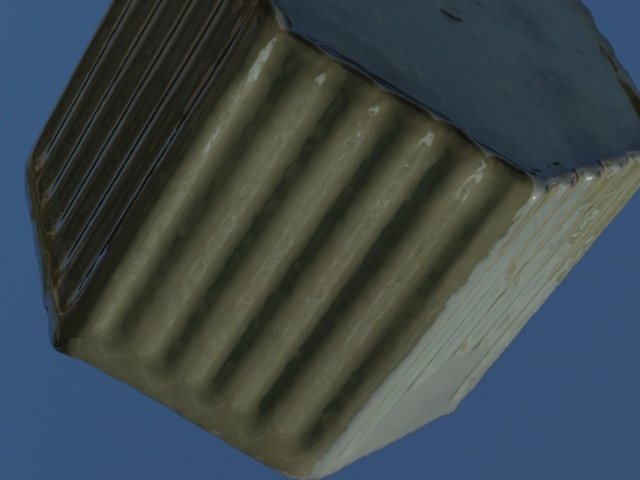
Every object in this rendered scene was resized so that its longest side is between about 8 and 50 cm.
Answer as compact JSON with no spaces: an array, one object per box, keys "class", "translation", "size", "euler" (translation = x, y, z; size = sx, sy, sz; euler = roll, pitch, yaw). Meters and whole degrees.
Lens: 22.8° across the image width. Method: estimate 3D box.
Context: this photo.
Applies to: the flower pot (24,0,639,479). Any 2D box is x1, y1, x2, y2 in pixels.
[{"class":"flower pot","translation":[0.005,-0.039,0.697],"size":[0.209,0.239,0.189],"euler":[48,-54,19]}]
